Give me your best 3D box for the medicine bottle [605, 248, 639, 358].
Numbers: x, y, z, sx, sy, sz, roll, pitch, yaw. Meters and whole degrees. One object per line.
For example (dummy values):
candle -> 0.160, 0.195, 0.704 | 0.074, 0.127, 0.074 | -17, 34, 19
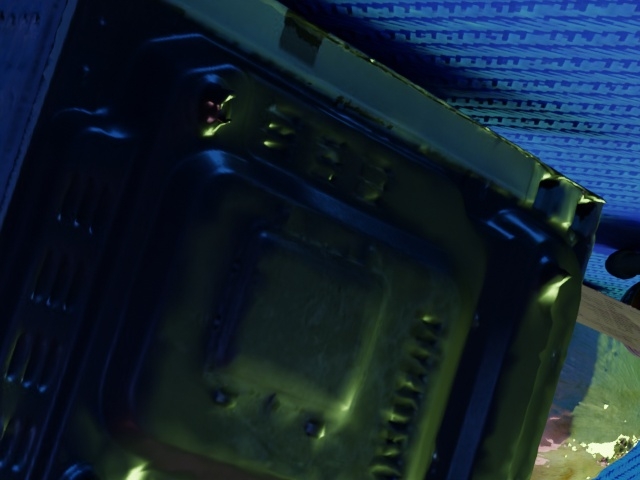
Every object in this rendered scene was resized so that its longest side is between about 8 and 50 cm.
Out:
medicine bottle -> 0.225, 0.037, 1.035 | 0.092, 0.061, 0.221 | 34, 174, 0

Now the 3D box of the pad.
pad -> 0.101, 0.016, 1.035 | 0.265, 0.009, 0.159 | 25, 173, 20

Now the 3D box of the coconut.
coconut -> 0.187, 0.118, 1.381 | 0.194, 0.194, 0.194 | 14, 175, 1

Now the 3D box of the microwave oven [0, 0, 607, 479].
microwave oven -> -0.048, 0.025, 0.648 | 0.181, 0.237, 0.295 | 8, 168, 44
